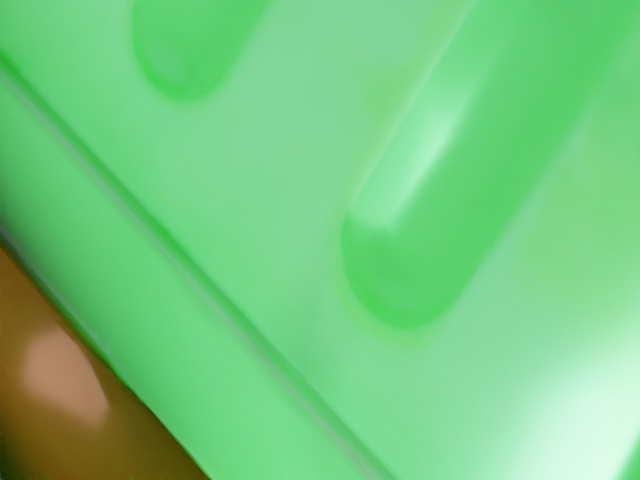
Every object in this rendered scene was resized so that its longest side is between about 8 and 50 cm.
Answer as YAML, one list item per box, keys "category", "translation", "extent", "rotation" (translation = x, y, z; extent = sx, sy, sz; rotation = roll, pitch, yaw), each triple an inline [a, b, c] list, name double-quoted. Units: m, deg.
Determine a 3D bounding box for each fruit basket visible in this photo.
- category: "fruit basket"
  translation: [0.000, 0.000, 0.549]
  extent: [0.392, 0.283, 0.392]
  rotation: [20, 118, 43]

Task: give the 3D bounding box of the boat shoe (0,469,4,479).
- category: "boat shoe"
  translation: [-0.186, 0.018, 0.479]
  extent: [0.302, 0.098, 0.109]
  rotation: [48, 112, 27]
